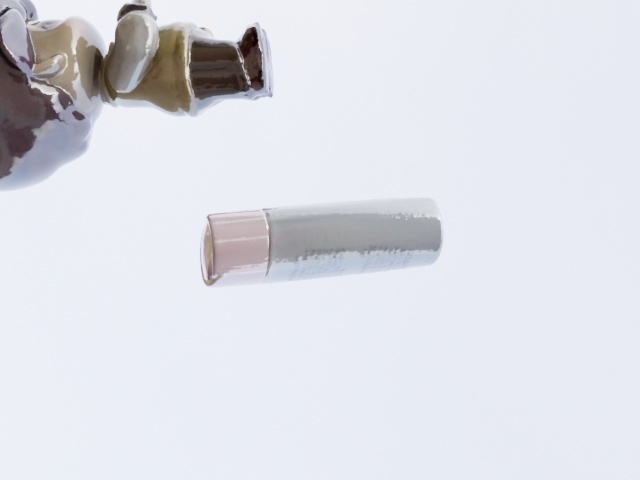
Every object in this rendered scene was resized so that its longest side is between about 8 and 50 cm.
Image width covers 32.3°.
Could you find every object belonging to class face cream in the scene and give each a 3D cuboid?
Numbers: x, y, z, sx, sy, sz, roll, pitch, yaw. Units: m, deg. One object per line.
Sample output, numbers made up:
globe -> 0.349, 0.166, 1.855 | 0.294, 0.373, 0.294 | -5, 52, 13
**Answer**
face cream -> 0.000, 0.000, 0.921 | 0.084, 0.198, 0.057 | 111, -29, -56

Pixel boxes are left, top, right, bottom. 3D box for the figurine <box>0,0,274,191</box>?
figurine -> -0.240, -0.182, 1.111 | 0.365, 0.218, 0.206 | -19, -72, 4
